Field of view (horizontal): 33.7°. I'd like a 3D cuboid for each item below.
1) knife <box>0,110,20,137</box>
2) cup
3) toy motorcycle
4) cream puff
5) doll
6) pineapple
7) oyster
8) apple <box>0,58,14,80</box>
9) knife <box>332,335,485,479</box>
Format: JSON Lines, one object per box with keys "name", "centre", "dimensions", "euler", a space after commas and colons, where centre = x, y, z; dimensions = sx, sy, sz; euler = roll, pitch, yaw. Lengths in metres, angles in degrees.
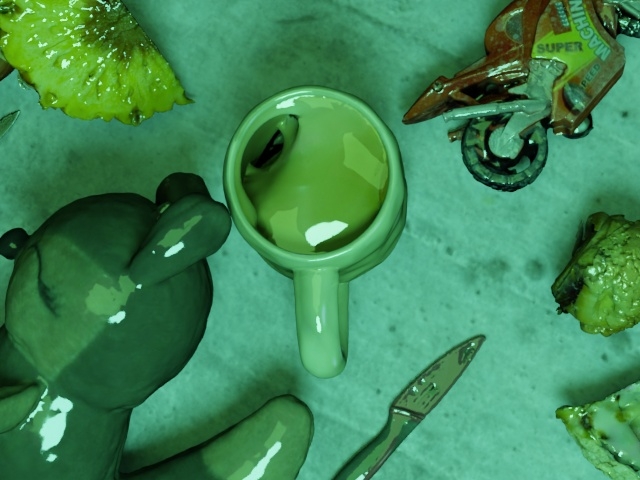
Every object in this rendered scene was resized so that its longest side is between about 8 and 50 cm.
{"name": "knife", "centre": [-0.398, -0.086, 1.176], "dimensions": [0.170, 0.010, 0.023], "euler": [-44, 87, -4]}
{"name": "cup", "centre": [0.017, -0.011, 1.035], "dimensions": [0.173, 0.202, 0.255], "euler": [-26, 81, 1]}
{"name": "toy motorcycle", "centre": [0.234, -0.191, 1.100], "dimensions": [0.171, 0.089, 0.298], "euler": [42, 88, 10]}
{"name": "cream puff", "centre": [0.289, 0.033, 1.044], "dimensions": [0.104, 0.133, 0.119], "euler": [35, 76, 5]}
{"name": "doll", "centre": [-0.166, 0.126, 1.046], "dimensions": [0.378, 0.252, 0.382], "euler": [37, 100, -22]}
{"name": "pineapple", "centre": [-0.274, -0.221, 1.110], "dimensions": [0.140, 0.250, 0.164], "euler": [-42, 47, -3]}
{"name": "oyster", "centre": [0.351, 0.197, 1.055], "dimensions": [0.209, 0.072, 0.133], "euler": [-15, 74, -18]}
{"name": "apple", "centre": [-0.411, -0.248, 1.120], "dimensions": [0.199, 0.199, 0.199], "euler": [-1, 82, 4]}
{"name": "knife", "centre": [0.084, 0.187, 1.099], "dimensions": [0.035, 0.018, 0.247], "euler": [42, 85, 12]}
